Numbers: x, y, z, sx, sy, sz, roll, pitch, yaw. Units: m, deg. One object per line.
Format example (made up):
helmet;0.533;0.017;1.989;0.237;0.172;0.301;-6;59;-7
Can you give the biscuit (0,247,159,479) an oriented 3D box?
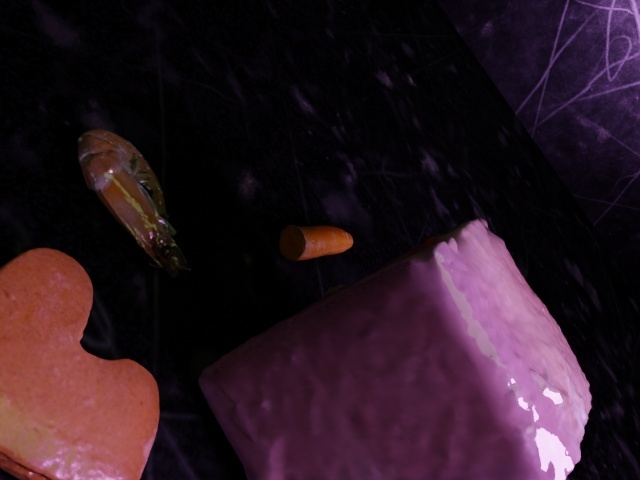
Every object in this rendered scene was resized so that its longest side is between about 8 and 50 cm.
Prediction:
biscuit;-0.207;0.106;0.553;0.192;0.036;0.186;43;34;-22

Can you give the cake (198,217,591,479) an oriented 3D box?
cake;0.081;0.139;0.660;0.230;0.308;0.237;61;30;1

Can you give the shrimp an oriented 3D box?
shrimp;-0.191;-0.040;0.702;0.180;0.041;0.099;57;18;2

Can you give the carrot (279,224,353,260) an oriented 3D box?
carrot;0.000;0.000;0.905;0.139;0.048;0.048;-6;67;-57
